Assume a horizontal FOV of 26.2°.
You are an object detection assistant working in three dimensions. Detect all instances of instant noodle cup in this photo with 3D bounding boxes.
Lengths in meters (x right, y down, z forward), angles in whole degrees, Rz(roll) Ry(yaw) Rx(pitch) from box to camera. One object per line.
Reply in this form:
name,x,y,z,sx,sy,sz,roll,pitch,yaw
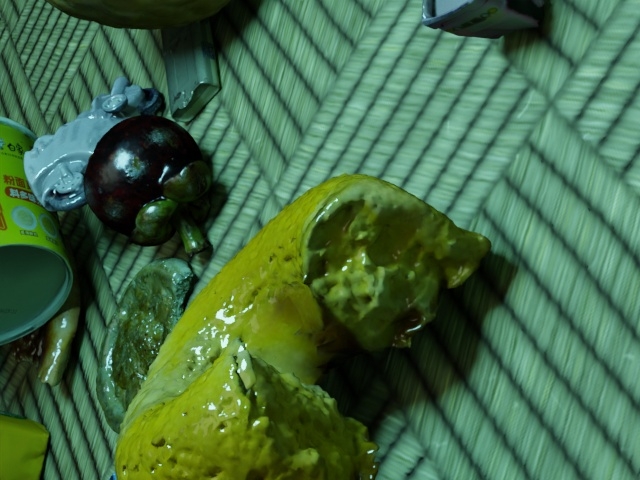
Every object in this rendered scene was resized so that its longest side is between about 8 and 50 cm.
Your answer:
instant noodle cup,-0.497,-0.001,1.956,0.311,0.311,0.221,-52,52,30

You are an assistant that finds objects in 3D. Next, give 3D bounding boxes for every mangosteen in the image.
mangosteen,-0.215,-0.079,1.784,0.184,0.172,0.172,12,87,30

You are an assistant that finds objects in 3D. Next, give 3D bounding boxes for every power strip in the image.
power strip,-0.187,-0.288,1.920,0.092,0.034,0.268,-42,46,40

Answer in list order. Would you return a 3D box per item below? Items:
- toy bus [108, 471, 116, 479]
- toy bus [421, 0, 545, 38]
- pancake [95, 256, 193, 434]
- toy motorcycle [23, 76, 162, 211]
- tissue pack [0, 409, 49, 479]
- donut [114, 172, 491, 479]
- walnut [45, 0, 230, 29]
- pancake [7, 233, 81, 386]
toy bus,-0.250,0.369,1.706,0.184,0.090,0.106,-53,38,30
toy bus,0.164,-0.333,1.362,0.090,0.112,0.274,-17,63,51
pancake,-0.228,0.145,1.809,0.253,0.037,0.253,-25,58,48
toy motorcycle,-0.332,-0.131,1.925,0.171,0.110,0.260,1,44,29
tissue pack,-0.635,0.332,2.017,0.293,0.382,0.228,-9,68,54
donut,-0.053,0.126,1.297,0.378,0.163,0.435,-35,20,46
walnut,-0.230,-0.413,1.788,0.333,0.333,0.332,-26,57,48
pancake,-0.413,0.096,2.075,0.257,0.056,0.212,19,92,56
